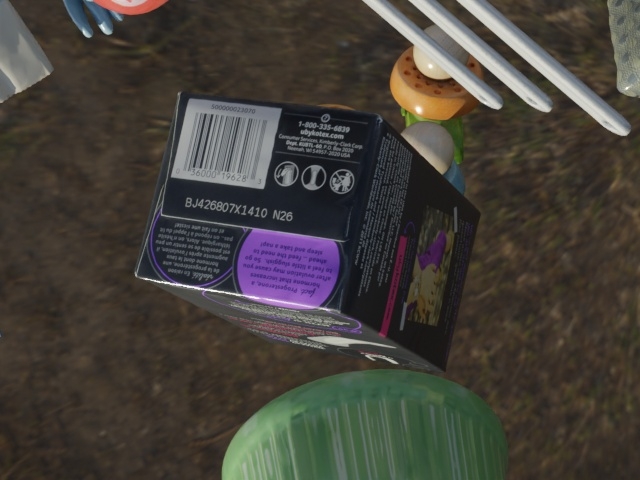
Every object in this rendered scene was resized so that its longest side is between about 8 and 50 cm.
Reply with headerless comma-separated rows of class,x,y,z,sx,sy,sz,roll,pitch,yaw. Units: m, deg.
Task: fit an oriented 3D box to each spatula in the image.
spatula,0.043,-0.132,0.866,0.242,0.168,0.019,35,83,-27

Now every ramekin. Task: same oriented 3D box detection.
ramekin,0.054,0.286,1.743,0.303,0.148,0.303,-4,134,-4

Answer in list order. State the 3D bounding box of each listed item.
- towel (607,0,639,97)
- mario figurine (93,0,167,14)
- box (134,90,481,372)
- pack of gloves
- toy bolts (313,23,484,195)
towel,0.315,-0.279,1.134,0.056,0.324,0.312,28,137,-28
mario figurine,-0.182,-0.264,0.955,0.170,0.198,0.320,-36,104,-9
box,0.000,0.000,1.283,0.165,0.270,0.143,9,80,21
pack of gloves,-0.294,-0.272,1.650,0.195,0.046,0.232,-34,129,-17
toy bolts,0.075,-0.113,1.791,0.218,0.158,0.228,-5,51,-5
